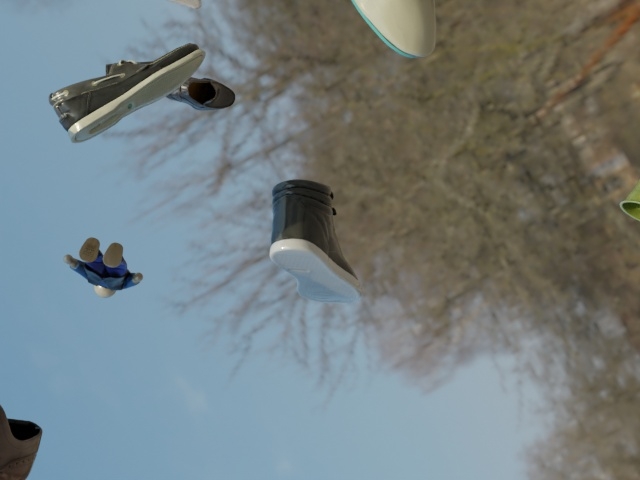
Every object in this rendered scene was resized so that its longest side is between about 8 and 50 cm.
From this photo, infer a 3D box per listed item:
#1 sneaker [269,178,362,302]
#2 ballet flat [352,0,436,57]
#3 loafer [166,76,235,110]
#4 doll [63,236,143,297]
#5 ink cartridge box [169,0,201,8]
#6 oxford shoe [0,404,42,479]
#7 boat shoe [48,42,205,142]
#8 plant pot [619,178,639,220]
[{"bbox_3d":[0.000,0.000,2.118,0.296,0.104,0.147,50,-141,-62],"label":"sneaker"},{"bbox_3d":[0.046,-0.284,1.255,0.248,0.086,0.086,59,-169,18],"label":"ballet flat"},{"bbox_3d":[-0.211,-0.266,2.480,0.170,0.061,0.062,1,-78,-50],"label":"loafer"},{"bbox_3d":[-0.345,0.046,2.148,0.189,0.129,0.046,103,180,-70],"label":"doll"},{"bbox_3d":[-0.146,-0.310,1.249,0.104,0.060,0.180,12,-125,-29],"label":"ink cartridge box"},{"bbox_3d":[-0.345,0.165,1.204,0.097,0.098,0.271,30,172,28],"label":"oxford shoe"},{"bbox_3d":[-0.265,-0.223,1.888,0.079,0.233,0.084,54,158,12],"label":"boat shoe"},{"bbox_3d":[0.443,-0.066,1.765,0.083,0.079,0.083,25,170,5],"label":"plant pot"}]
